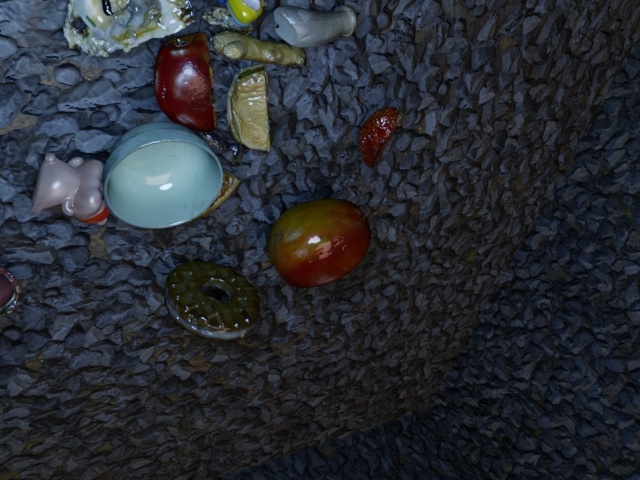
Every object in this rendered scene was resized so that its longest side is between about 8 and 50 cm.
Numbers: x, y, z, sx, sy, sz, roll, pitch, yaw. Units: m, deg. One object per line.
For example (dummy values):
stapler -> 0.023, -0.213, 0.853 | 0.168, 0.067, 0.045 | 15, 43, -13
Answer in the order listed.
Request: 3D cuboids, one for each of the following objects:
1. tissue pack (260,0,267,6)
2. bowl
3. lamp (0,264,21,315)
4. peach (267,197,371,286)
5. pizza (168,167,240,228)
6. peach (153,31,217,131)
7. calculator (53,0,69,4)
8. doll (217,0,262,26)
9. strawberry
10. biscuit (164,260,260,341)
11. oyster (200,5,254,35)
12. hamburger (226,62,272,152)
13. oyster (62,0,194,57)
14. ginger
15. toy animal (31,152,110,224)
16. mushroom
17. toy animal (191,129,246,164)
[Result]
tissue pack -> -0.175, -0.642, 1.430 | 0.063, 0.035, 0.083 | -22, 134, -19
bowl -> -0.420, -0.188, 1.467 | 0.307, 0.163, 0.307 | -16, 143, -12
lamp -> -0.923, 0.130, 1.474 | 0.215, 0.151, 0.223 | -38, 96, -12
peach -> 0.001, 0.002, 1.931 | 0.372, 0.290, 0.373 | -18, 141, -16
pizza -> -0.402, -0.148, 1.657 | 0.335, 0.086, 0.226 | -22, 137, -18
peach -> -0.348, -0.380, 1.436 | 0.153, 0.159, 0.267 | -2, 138, -9
calculator -> -0.523, -0.647, 1.171 | 0.274, 0.028, 0.165 | -44, 142, 7
doll -> -0.255, -0.652, 1.192 | 0.187, 0.376, 0.366 | -30, 158, -20
strawberry -> 0.191, -0.368, 1.905 | 0.236, 0.106, 0.175 | -56, 174, 18
biscuit -> -0.350, 0.191, 1.813 | 0.332, 0.332, 0.103 | 2, 129, -38
oyster -> -0.236, -0.570, 1.440 | 0.132, 0.086, 0.029 | 26, 148, -13
hamburger -> -0.203, -0.370, 1.596 | 0.130, 0.124, 0.262 | -6, 126, -10
oyster -> -0.431, -0.535, 1.229 | 0.354, 0.107, 0.201 | -16, 124, 15
ginger -> -0.155, -0.516, 1.512 | 0.298, 0.118, 0.065 | -10, 136, -41
toy animal -> -0.631, -0.128, 1.445 | 0.197, 0.171, 0.171 | 14, 116, -39
mushroom -> -0.015, -0.594, 1.549 | 0.246, 0.108, 0.096 | -13, 173, -25
toy animal -> -0.306, -0.280, 1.626 | 0.202, 0.070, 0.105 | 3, 105, -34
